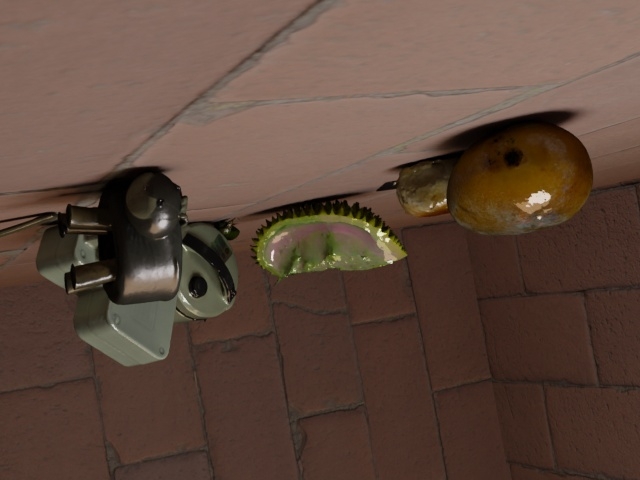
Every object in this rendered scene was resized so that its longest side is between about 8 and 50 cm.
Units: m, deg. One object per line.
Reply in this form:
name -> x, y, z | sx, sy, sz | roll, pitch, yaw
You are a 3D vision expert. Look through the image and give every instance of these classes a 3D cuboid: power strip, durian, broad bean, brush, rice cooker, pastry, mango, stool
power strip -> -0.335, 0.059, 1.414 | 0.141, 0.229, 0.261 | -15, 141, 25
durian -> 0.000, 0.000, 1.791 | 0.352, 0.169, 0.158 | -10, 179, 28
broad bean -> -0.221, -0.023, 1.954 | 0.069, 0.039, 0.227 | -15, 178, -7
brush -> -0.481, -0.016, 1.227 | 0.190, 0.027, 0.034 | -17, -179, 3
rice cooker -> -0.307, 0.071, 1.827 | 0.244, 0.226, 0.226 | -10, 178, 38
pastry -> 0.229, -0.094, 1.422 | 0.182, 0.093, 0.192 | -14, 175, 30
mango -> 0.279, -0.076, 1.203 | 0.193, 0.146, 0.316 | -1, 170, -1
stool -> -0.249, -0.012, 1.046 | 0.139, 0.153, 0.228 | -5, 133, -25

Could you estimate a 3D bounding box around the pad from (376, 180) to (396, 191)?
pad -> 0.254, -0.130, 1.724 | 0.265, 0.009, 0.159 | -8, 178, -5
